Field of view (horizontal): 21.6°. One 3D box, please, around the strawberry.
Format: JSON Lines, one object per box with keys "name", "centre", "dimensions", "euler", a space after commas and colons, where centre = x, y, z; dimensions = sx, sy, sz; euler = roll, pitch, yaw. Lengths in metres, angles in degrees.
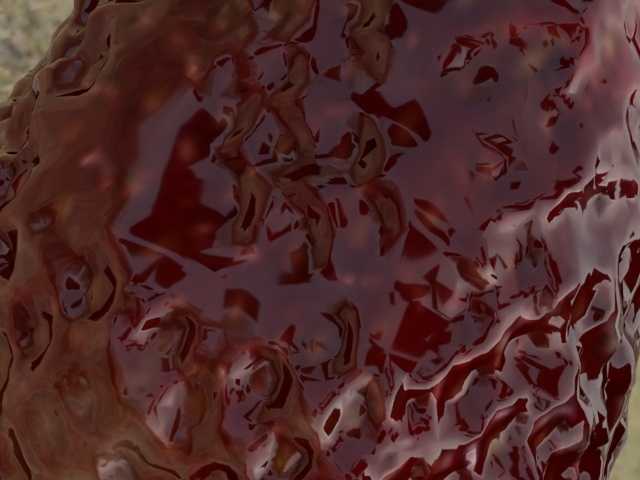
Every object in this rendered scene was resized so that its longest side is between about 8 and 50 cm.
{"name": "strawberry", "centre": [-0.008, 0.012, 0.636], "dimensions": [0.310, 0.292, 0.292], "euler": [106, 6, -51]}
